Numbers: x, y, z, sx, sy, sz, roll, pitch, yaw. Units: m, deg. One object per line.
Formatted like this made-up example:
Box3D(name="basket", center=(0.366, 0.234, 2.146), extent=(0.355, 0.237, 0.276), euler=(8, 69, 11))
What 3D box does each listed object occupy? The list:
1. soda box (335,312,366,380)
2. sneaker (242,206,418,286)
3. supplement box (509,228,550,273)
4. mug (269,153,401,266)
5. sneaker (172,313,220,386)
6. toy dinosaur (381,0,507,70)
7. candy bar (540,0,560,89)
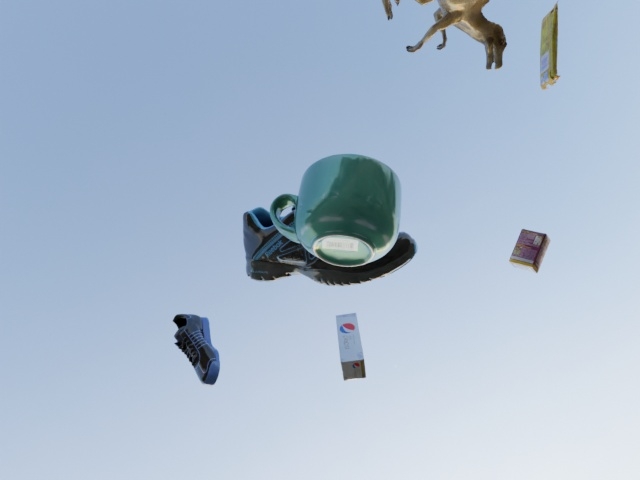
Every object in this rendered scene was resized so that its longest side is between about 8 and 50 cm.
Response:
Box3D(name="soda box", center=(0.089, 0.311, 1.302), extent=(0.069, 0.216, 0.073), euler=(-8, -62, 3))
Box3D(name="sneaker", center=(0.000, 0.000, 0.785), extent=(0.341, 0.125, 0.139), euler=(-3, -75, 23))
Box3D(name="supplement box", center=(0.464, 0.023, 0.967), extent=(0.043, 0.055, 0.083), euler=(31, -98, -42))
Box3D(name="mug", center=(0.024, -0.023, 0.545), extent=(0.130, 0.158, 0.097), euler=(29, -127, -30))
Box3D(name="sneaker", center=(-0.327, 0.279, 1.126), extent=(0.091, 0.232, 0.081), euler=(18, -68, -35))
Box3D(name="toy dinosaur", center=(0.098, -0.209, 0.346), extent=(0.183, 0.093, 0.053), euler=(40, -132, -49))
Box3D(name="candy bar", center=(0.389, -0.330, 0.739), extent=(0.018, 0.040, 0.161), euler=(11, -106, -8))
